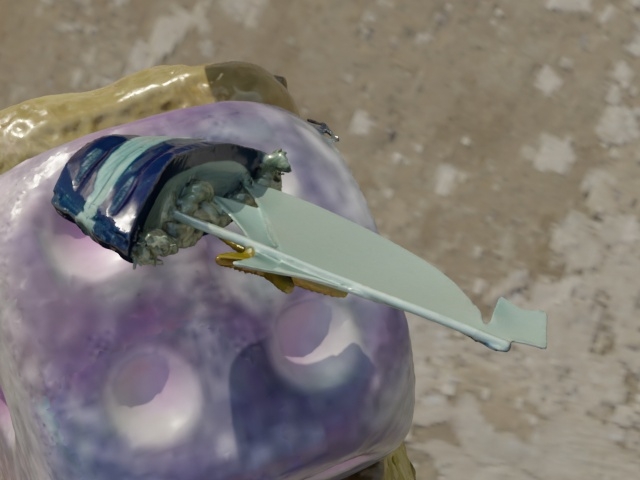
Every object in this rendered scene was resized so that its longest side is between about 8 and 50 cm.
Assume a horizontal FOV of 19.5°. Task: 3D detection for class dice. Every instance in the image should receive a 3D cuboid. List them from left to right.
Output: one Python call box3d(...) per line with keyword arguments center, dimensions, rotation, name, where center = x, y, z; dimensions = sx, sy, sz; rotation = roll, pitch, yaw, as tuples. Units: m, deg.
box3d(center=(-0.107, 0.071, 1.339), dimensions=(0.270, 0.271, 0.270), rotation=(131, 120, -67), name="dice")

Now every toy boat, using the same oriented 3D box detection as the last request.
box3d(center=(0.000, 0.000, 1.090), dimensions=(0.291, 0.220, 0.067), rotation=(17, 106, 14), name="toy boat")

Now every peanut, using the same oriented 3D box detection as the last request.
box3d(center=(-0.160, -0.063, 1.558), dimensions=(0.291, 0.159, 0.143), rotation=(-15, 73, -9), name="peanut")

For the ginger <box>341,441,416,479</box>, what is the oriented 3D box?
box3d(center=(-0.028, 0.186, 1.581), dimensions=(0.221, 0.130, 0.276), rotation=(-6, 71, 9), name="ginger")
